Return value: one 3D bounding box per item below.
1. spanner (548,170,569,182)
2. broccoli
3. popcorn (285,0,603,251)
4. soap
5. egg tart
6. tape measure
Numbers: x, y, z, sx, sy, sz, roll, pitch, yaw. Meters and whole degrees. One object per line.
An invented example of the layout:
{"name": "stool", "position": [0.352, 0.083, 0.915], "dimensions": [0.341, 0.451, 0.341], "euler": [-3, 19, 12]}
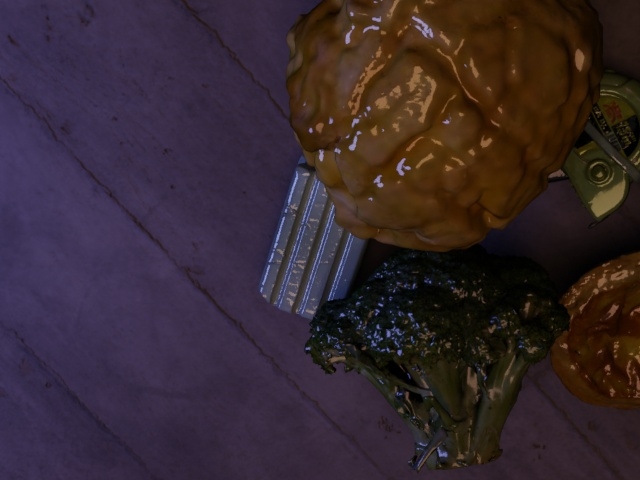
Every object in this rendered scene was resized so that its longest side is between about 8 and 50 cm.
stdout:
{"name": "spanner", "position": [0.258, -0.078, 1.810], "dimensions": [0.254, 0.015, 0.054], "euler": [-9, 107, 9]}
{"name": "broccoli", "position": [0.147, 0.136, 1.728], "dimensions": [0.304, 0.321, 0.283], "euler": [-8, 89, -15]}
{"name": "popcorn", "position": [0.145, -0.184, 1.603], "dimensions": [0.354, 0.344, 0.390], "euler": [-12, 92, 14]}
{"name": "soap", "position": [0.000, 0.000, 1.839], "dimensions": [0.119, 0.066, 0.198], "euler": [18, 111, 0]}
{"name": "egg tart", "position": [0.399, 0.104, 1.804], "dimensions": [0.241, 0.106, 0.241], "euler": [-3, 118, -5]}
{"name": "tape measure", "position": [0.345, -0.129, 1.735], "dimensions": [0.154, 0.087, 0.177], "euler": [-34, 85, 13]}
